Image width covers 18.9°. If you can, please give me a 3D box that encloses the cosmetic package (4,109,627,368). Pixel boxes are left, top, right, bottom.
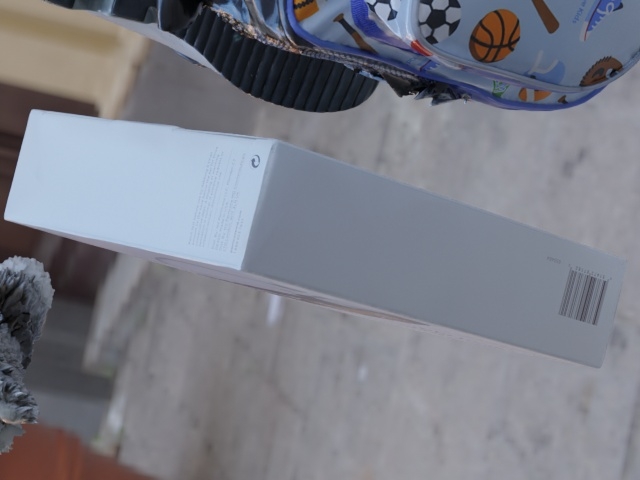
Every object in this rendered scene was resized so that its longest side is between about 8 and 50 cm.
[{"bbox_3d":[0.000,0.000,1.437,0.284,0.377,0.097,14,88,48],"label":"cosmetic package"}]

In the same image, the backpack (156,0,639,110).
[{"bbox_3d":[0.089,-0.193,1.029,0.213,0.263,0.277,34,105,39],"label":"backpack"}]

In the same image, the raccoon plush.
[{"bbox_3d":[-0.367,0.089,1.989,0.299,0.216,0.446,-45,22,42],"label":"raccoon plush"}]

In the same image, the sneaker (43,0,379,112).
[{"bbox_3d":[-0.095,-0.206,1.587,0.146,0.330,0.122,-44,-21,-82],"label":"sneaker"}]
